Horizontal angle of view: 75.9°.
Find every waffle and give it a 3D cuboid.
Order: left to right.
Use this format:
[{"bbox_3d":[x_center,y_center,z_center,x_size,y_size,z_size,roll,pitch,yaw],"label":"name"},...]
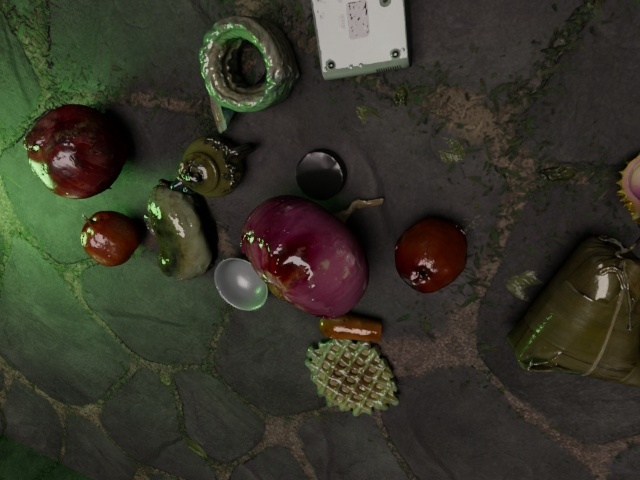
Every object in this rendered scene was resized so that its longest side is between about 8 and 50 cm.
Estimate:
[{"bbox_3d":[0.100,0.448,1.356,0.291,0.056,0.309,-19,106,27],"label":"waffle"}]

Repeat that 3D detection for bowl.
[{"bbox_3d":[-0.234,0.123,1.306,0.189,0.086,0.189,9,117,18],"label":"bowl"}]

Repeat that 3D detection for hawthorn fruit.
[{"bbox_3d":[-0.699,-0.017,1.343,0.179,0.179,0.200,-10,144,24],"label":"hawthorn fruit"},{"bbox_3d":[0.267,0.042,1.017,0.185,0.202,0.185,13,122,22],"label":"hawthorn fruit"}]

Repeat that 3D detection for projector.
[{"bbox_3d":[0.090,-0.489,0.880,0.198,0.108,0.250,-1,114,19],"label":"projector"}]

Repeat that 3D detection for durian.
[{"bbox_3d":[0.706,-0.109,0.826,0.165,0.132,0.182,19,109,-2],"label":"durian"}]

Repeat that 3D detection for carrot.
[{"bbox_3d":[0.094,0.264,1.256,0.193,0.087,0.087,1,114,19],"label":"carrot"}]

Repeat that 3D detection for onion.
[{"bbox_3d":[-0.717,-0.262,1.204,0.276,0.276,0.276,8,117,16],"label":"onion"},{"bbox_3d":[-0.032,0.024,1.075,0.358,0.345,0.358,15,143,12],"label":"onion"}]

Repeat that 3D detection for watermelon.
[{"bbox_3d":[-0.265,-0.378,1.091,0.094,0.081,0.180,-2,99,38],"label":"watermelon"}]

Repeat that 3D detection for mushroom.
[{"bbox_3d":[-0.459,-0.011,1.299,0.247,0.130,0.344,14,118,9],"label":"mushroom"}]

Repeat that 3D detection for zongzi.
[{"bbox_3d":[0.698,0.152,0.938,0.418,0.181,0.447,17,121,-3],"label":"zongzi"}]

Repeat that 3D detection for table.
[{"bbox_3d":[0.002,-0.176,1.100,0.133,0.043,0.133,8,116,17],"label":"table"}]

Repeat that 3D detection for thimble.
[{"bbox_3d":[-0.165,-0.418,0.983,0.219,0.150,0.219,8,117,17],"label":"thimble"}]

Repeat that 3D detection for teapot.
[{"bbox_3d":[-0.300,-0.198,1.119,0.269,0.182,0.173,-19,106,26],"label":"teapot"}]
